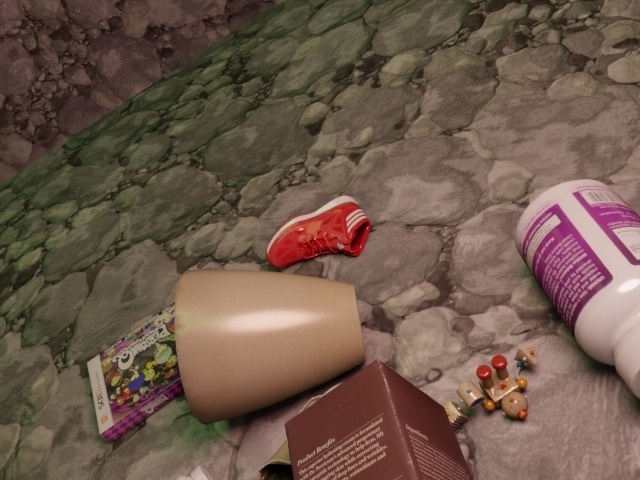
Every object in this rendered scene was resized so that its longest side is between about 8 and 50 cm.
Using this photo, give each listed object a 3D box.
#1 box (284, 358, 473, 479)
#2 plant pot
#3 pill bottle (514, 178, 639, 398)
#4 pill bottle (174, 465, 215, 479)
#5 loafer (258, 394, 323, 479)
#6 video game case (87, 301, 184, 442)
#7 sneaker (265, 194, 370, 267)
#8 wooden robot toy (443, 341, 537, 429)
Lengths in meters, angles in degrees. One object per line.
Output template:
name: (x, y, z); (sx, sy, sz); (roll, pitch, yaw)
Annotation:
box: (0.080, 0.300, 0.788); (0.168, 0.167, 0.203); (-38, 36, 18)
plant pot: (-0.069, 0.156, 1.037); (0.274, 0.256, 0.256); (-8, 42, 4)
pill bottle: (0.401, 0.061, 0.855); (0.169, 0.169, 0.301); (-25, 39, 9)
pill bottle: (-0.220, 0.411, 0.977); (0.120, 0.067, 0.067); (-41, 39, -11)
loafer: (-0.029, 0.332, 0.908); (0.102, 0.092, 0.268); (-3, 43, 31)
video game case: (-0.348, 0.253, 1.252); (0.232, 0.042, 0.210); (-34, 40, -3)
sneaker: (0.000, 0.000, 1.256); (0.221, 0.087, 0.128); (-37, 37, -4)
wooden robot toy: (0.251, 0.216, 0.873); (0.173, 0.076, 0.079); (-34, 49, -2)
